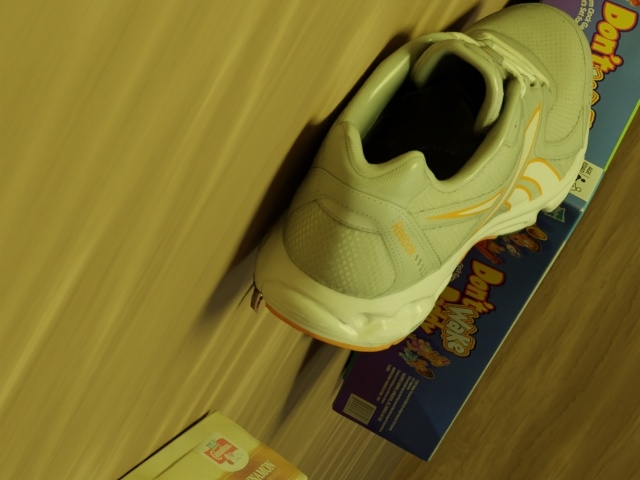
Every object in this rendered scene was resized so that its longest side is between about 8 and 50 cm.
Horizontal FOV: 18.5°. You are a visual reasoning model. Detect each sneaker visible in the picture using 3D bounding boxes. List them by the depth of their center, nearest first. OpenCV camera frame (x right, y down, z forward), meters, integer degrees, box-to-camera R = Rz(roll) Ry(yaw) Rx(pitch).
[{"bbox_3d":[0.073,-0.058,0.923,0.262,0.099,0.121,-48,165,-45],"label":"sneaker"}]

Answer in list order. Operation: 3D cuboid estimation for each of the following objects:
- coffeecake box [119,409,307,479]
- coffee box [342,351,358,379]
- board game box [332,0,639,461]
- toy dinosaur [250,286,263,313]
[{"bbox_3d":[-0.099,0.197,1.047,0.185,0.068,0.142,-58,170,19],"label":"coffeecake box"},{"bbox_3d":[0.078,0.045,1.529,0.113,0.040,0.184,-50,171,-29],"label":"coffee box"},{"bbox_3d":[0.124,-0.035,1.248,0.233,0.078,0.347,-59,175,-31],"label":"board game box"},{"bbox_3d":[0.000,0.000,0.999,0.090,0.047,0.082,-21,179,-2],"label":"toy dinosaur"}]
